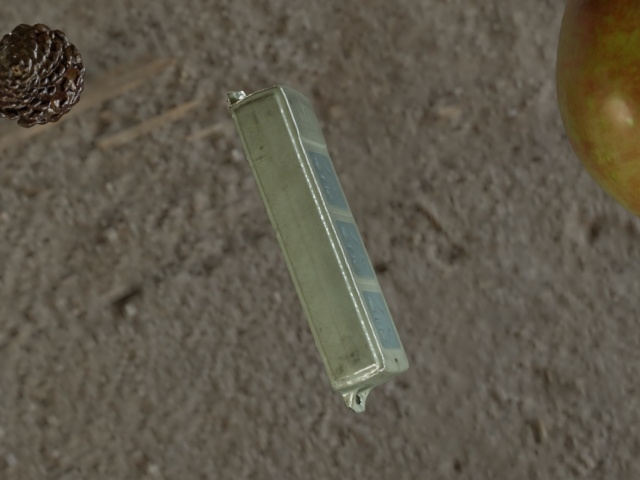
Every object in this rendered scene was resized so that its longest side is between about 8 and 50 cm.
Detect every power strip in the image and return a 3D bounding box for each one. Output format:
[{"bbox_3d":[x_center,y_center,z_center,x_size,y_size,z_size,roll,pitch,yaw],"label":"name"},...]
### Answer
[{"bbox_3d":[0.000,0.000,1.292,0.052,0.078,0.272,-24,78,16],"label":"power strip"}]

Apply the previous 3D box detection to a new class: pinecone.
[{"bbox_3d":[-0.205,-0.120,1.206,0.077,0.077,0.083,-4,-1,19],"label":"pinecone"}]

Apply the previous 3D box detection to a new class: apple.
[{"bbox_3d":[0.277,-0.116,1.098,0.246,0.246,0.226,-21,0,1],"label":"apple"}]
